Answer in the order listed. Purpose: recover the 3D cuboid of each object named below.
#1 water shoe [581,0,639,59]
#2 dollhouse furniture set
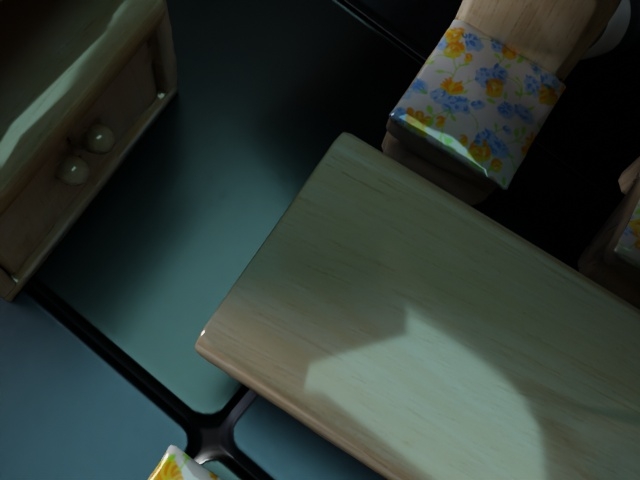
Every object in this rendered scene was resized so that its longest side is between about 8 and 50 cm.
[{"bbox_3d":[0.133,-0.194,0.490,0.080,0.073,0.203,-8,68,-38],"label":"water shoe"},{"bbox_3d":[0.000,0.000,0.305,0.394,0.256,0.362,32,73,5],"label":"dollhouse furniture set"}]
